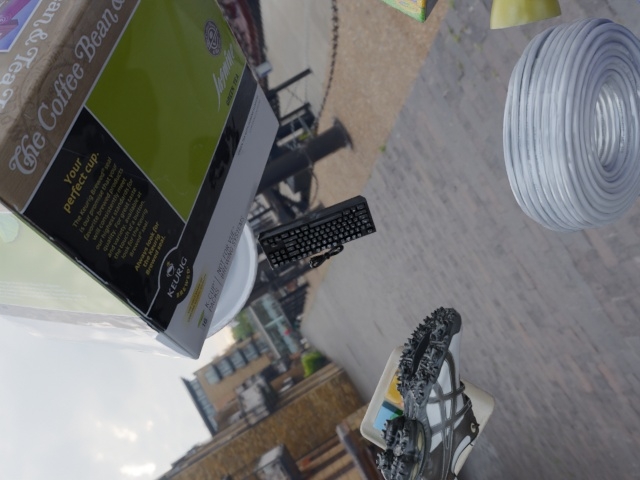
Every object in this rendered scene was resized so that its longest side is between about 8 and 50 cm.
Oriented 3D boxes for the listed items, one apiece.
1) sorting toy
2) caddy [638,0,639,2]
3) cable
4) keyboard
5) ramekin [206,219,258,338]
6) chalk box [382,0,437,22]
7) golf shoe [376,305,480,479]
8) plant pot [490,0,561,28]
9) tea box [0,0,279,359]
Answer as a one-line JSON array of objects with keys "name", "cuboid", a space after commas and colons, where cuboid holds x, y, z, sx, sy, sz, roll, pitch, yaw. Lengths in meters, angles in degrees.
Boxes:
[{"name": "sorting toy", "cuboid": [0.180, 0.314, 1.095, 0.193, 0.208, 0.038, 28, -153, 18]}, {"name": "caddy", "cuboid": [0.441, -0.324, 0.698, 0.341, 0.241, 0.179, 51, 149, -14]}, {"name": "cable", "cuboid": [0.324, -0.136, 0.761, 0.257, 0.257, 0.089, 30, 164, -39]}, {"name": "keyboard", "cuboid": [0.000, 0.000, 0.998, 0.023, 0.180, 0.108, -107, -4, -47]}, {"name": "ramekin", "cuboid": [-0.243, 0.016, 0.954, 0.277, 0.277, 0.135, 62, 176, -25]}, {"name": "chalk box", "cuboid": [0.117, -0.396, 0.823, 0.132, 0.132, 0.213, 32, 176, 9]}, {"name": "golf shoe", "cuboid": [0.129, 0.172, 0.673, 0.094, 0.198, 0.077, 18, 178, -18]}, {"name": "plant pot", "cuboid": [0.393, -0.474, 1.207, 0.134, 0.134, 0.095, -137, 32, -68]}, {"name": "tea box", "cuboid": [-0.229, -0.098, 0.623, 0.323, 0.220, 0.328, 63, -144, -53]}]
